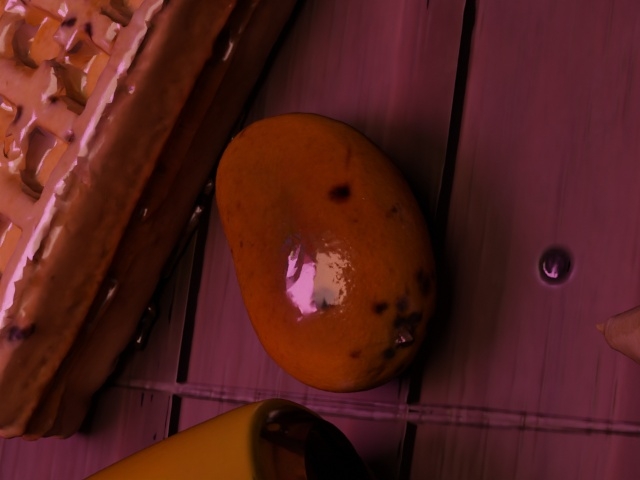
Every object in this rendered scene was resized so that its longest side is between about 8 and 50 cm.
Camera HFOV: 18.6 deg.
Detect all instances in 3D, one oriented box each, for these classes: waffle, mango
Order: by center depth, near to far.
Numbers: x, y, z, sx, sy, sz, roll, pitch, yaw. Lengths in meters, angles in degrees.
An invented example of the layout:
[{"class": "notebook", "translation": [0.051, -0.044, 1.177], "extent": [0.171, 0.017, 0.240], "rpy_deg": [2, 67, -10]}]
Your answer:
[{"class": "mango", "translation": [0.003, -0.001, 1.068], "extent": [0.115, 0.090, 0.178], "rpy_deg": [-41, 51, 30]}, {"class": "waffle", "translation": [-0.174, -0.098, 1.202], "extent": [0.261, 0.114, 0.376], "rpy_deg": [32, 99, 38]}]

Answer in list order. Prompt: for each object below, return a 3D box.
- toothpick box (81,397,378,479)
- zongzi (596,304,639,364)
[{"class": "toothpick box", "translation": [-0.085, 0.199, 1.033], "extent": [0.271, 0.175, 0.175], "rpy_deg": [-33, 63, 22]}, {"class": "zongzi", "translation": [0.234, 0.109, 0.833], "extent": [0.300, 0.145, 0.274], "rpy_deg": [-23, 47, 40]}]
